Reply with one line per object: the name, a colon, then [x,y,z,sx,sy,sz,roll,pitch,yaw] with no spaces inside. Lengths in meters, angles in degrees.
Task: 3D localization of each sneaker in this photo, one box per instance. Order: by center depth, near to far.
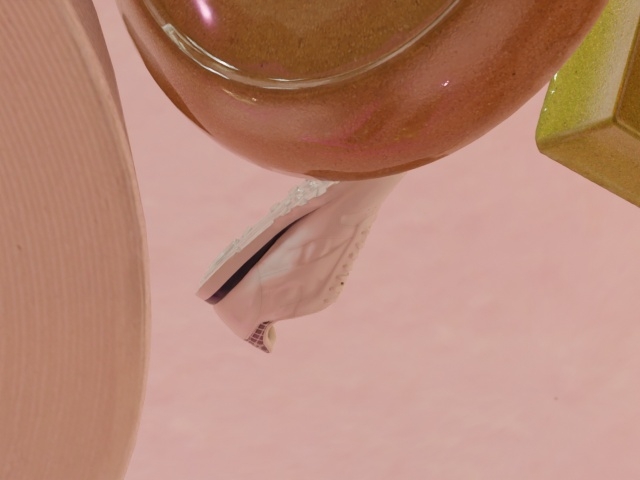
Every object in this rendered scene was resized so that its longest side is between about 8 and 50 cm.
sneaker: [0.000,0.000,1.638,0.235,0.090,0.095,-40,99,25]

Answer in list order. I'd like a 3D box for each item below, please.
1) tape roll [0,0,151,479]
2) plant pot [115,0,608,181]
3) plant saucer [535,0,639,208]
tape roll: [-0.235,0.010,0.464,0.392,0.072,0.392,-4,118,-8]
plant pot: [0.006,-0.139,0.653,0.236,0.032,0.236,-5,81,37]
plant saucer: [0.260,-0.120,1.410,0.188,0.045,0.188,26,75,-33]
